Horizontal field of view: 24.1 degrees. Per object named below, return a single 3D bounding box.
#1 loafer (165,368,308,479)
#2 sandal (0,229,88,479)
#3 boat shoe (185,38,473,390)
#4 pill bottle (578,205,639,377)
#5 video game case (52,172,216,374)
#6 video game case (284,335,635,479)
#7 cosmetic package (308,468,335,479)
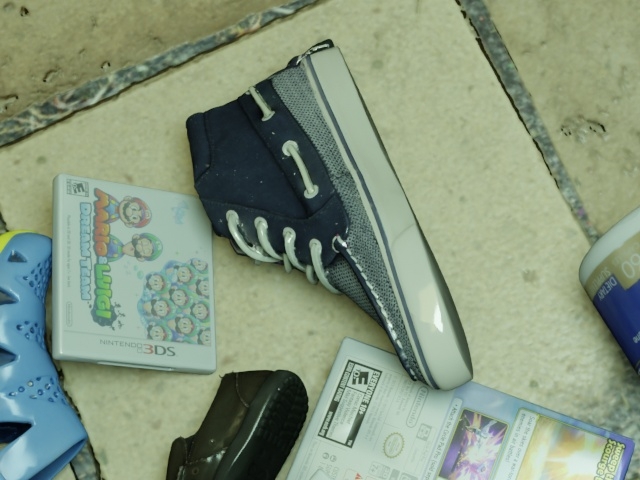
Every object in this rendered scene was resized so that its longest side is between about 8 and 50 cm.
[{"bbox_3d":[-0.089,0.198,1.200,0.078,0.080,0.220,14,62,36],"label":"loafer"},{"bbox_3d":[-0.251,0.149,1.216,0.138,0.126,0.317,9,80,4],"label":"sandal"},{"bbox_3d":[0.000,0.000,1.218,0.158,0.127,0.340,-24,53,5],"label":"boat shoe"},{"bbox_3d":[0.324,0.092,1.130,0.153,0.153,0.264,-29,69,-3],"label":"pill bottle"},{"bbox_3d":[-0.154,0.029,1.245,0.143,0.019,0.157,9,67,-31],"label":"video game case"},{"bbox_3d":[0.084,0.241,1.159,0.244,0.061,0.269,19,75,15],"label":"video game case"},{"bbox_3d":[0.002,0.285,1.043,0.151,0.151,0.183,40,82,18],"label":"cosmetic package"}]
